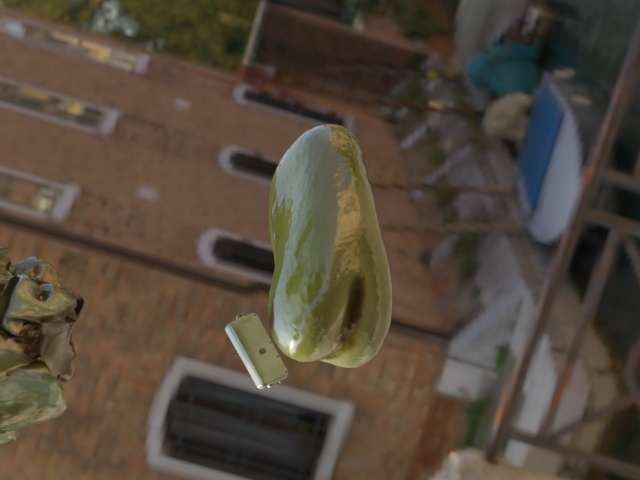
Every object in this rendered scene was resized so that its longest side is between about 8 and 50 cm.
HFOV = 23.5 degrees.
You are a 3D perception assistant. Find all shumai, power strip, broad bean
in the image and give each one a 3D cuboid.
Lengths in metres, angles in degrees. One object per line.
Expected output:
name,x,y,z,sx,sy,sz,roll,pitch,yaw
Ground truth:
shumai,-0.294,0.082,1.178,0.189,0.218,0.255,111,173,-53
power strip,-0.071,0.124,1.721,0.040,0.090,0.016,-23,-12,-35
broad bean,0.000,0.000,1.604,0.189,0.121,0.263,131,133,-56
